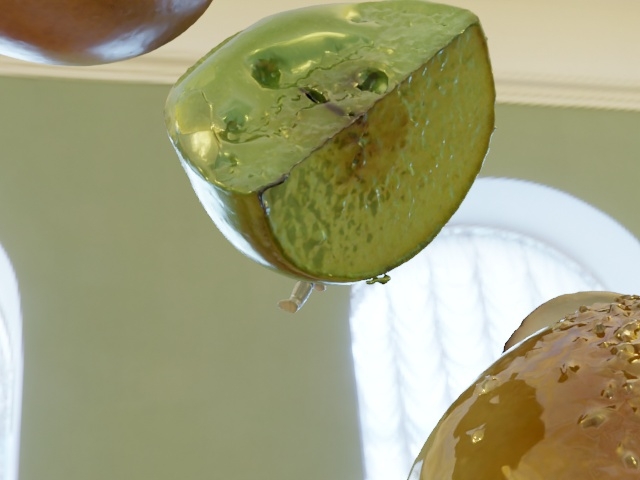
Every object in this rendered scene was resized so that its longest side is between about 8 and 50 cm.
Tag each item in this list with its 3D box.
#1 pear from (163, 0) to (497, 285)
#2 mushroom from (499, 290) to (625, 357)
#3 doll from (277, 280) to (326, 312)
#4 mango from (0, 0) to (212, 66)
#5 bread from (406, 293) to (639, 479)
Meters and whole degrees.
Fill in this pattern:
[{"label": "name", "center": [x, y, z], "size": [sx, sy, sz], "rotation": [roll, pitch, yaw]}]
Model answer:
[{"label": "pear", "center": [-0.014, -0.115, 1.135], "size": [0.342, 0.318, 0.238], "rotation": [-39, -46, -23]}, {"label": "mushroom", "center": [0.250, 0.286, 0.929], "size": [0.224, 0.314, 0.397], "rotation": [-13, -48, -10]}, {"label": "doll", "center": [0.000, 0.000, 1.361], "size": [0.057, 0.227, 0.114], "rotation": [2, -60, 29]}, {"label": "mango", "center": [-0.190, -0.254, 0.612], "size": [0.221, 0.264, 0.378], "rotation": [5, -27, 36]}, {"label": "bread", "center": [0.169, 0.107, 0.406], "size": [0.314, 0.192, 0.171], "rotation": [13, -53, -26]}]
